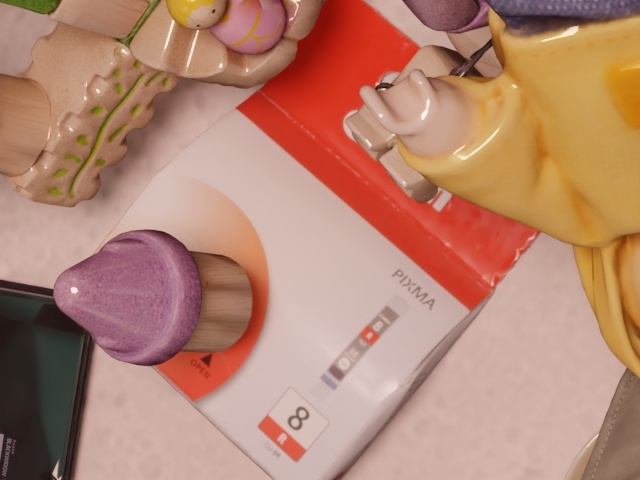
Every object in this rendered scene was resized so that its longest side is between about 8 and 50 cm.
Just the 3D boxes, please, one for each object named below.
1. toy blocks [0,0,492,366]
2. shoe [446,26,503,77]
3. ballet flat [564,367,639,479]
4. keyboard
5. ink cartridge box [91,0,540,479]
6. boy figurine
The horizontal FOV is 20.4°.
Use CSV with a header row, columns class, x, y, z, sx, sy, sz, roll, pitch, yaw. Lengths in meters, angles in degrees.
class,x,y,z,sx,sy,sz,roll,pitch,yaw
toy blocks,-0.110,-0.121,0.639,0.288,0.260,0.309,-51,60,20
shoe,0.066,-0.124,0.736,0.076,0.058,0.219,-42,76,12
ballet flat,0.108,0.139,0.706,0.068,0.072,0.213,28,88,52
keyboard,-0.166,0.107,0.828,0.108,0.023,0.180,9,90,12
ink cartridge box,0.000,0.000,0.764,0.145,0.045,0.179,41,103,15
boy figurine,0.103,-0.051,0.570,0.177,0.285,0.092,-16,46,0
